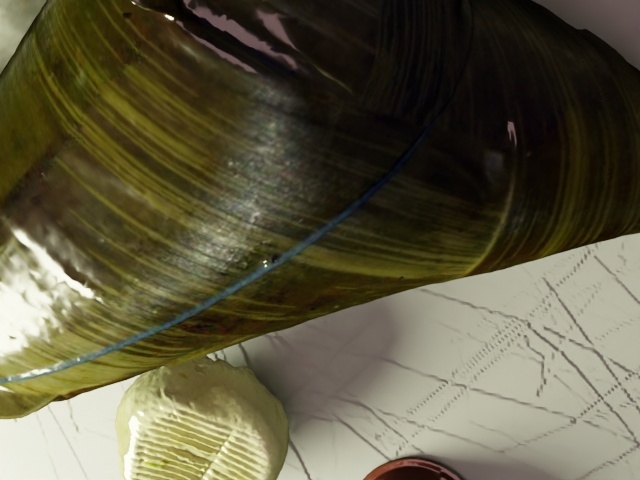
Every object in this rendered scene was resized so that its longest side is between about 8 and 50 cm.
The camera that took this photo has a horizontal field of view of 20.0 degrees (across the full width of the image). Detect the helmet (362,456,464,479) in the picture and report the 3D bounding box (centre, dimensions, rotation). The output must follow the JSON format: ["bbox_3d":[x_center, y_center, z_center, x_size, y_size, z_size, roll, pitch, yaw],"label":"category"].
[{"bbox_3d":[0.061,0.195,1.123,0.089,0.057,0.111,-24,97,15],"label":"helmet"}]

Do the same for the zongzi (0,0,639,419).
[{"bbox_3d":[0.000,0.000,1.045,0.432,0.208,0.403,26,125,-25],"label":"zongzi"}]

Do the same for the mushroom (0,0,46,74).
[{"bbox_3d":[-0.211,-0.110,1.093,0.109,0.097,0.351,26,116,-28],"label":"mushroom"}]

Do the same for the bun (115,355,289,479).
[{"bbox_3d":[-0.075,0.119,1.131,0.115,0.069,0.115,3,123,4],"label":"bun"}]
